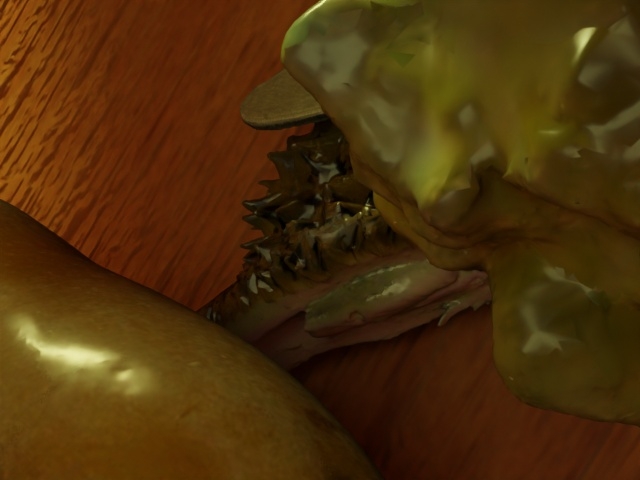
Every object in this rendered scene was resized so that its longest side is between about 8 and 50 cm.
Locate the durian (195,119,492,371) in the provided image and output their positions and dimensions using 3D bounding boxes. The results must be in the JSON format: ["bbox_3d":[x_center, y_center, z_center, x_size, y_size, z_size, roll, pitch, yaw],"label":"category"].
[{"bbox_3d":[-0.003,0.003,0.600,0.224,0.078,0.140,-33,64,18],"label":"durian"}]

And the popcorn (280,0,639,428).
[{"bbox_3d":[0.126,-0.068,0.431,0.292,0.237,0.293,1,73,-4],"label":"popcorn"}]

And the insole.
[{"bbox_3d":[0.050,-0.092,0.593,0.192,0.010,0.063,-21,33,10],"label":"insole"}]

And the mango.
[{"bbox_3d":[-0.095,0.117,0.552,0.199,0.221,0.384,-32,56,-18],"label":"mango"}]
